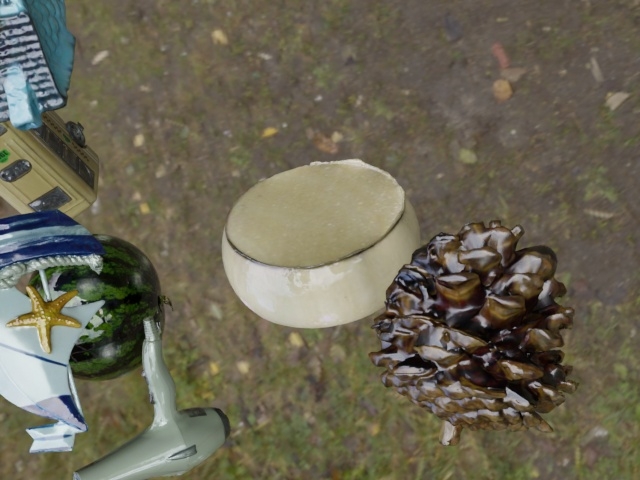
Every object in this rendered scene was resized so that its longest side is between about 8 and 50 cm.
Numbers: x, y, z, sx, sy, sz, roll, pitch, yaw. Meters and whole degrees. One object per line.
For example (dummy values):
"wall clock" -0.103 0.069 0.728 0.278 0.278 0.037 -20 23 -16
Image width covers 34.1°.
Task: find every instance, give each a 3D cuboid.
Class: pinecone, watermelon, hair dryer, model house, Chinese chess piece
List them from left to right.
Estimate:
"model house" -0.500 -0.259 1.444 0.261 0.226 0.241 -12 83 13
"watermelon" -0.404 0.120 1.873 0.269 0.269 0.269 15 116 33
"hair dryer" -0.251 0.250 1.407 0.088 0.219 0.225 15 141 54
"Chinese chess piece" 0.000 0.000 1.767 0.338 0.338 0.141 14 132 33
"pinecone" 0.171 0.103 1.196 0.243 0.243 0.257 -25 68 41

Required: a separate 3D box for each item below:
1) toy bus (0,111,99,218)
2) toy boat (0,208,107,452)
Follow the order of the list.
"toy bus" -0.602 -0.197 2.057 0.177 0.202 0.365 -29 133 13
"toy boat" -0.350 0.116 1.273 0.067 0.220 0.291 157 98 -73
